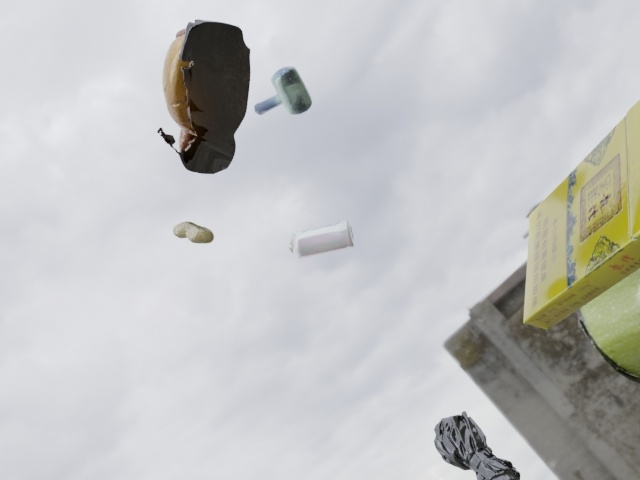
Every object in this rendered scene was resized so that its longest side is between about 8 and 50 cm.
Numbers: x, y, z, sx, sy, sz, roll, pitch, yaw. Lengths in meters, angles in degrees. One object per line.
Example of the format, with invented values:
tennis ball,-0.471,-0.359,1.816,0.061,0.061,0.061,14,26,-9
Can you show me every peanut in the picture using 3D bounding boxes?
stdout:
peanut,-0.232,-0.015,1.255,0.037,0.083,0.037,-41,-42,-53

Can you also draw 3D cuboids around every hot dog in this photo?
hot dog,-0.240,-0.284,1.317,0.194,0.107,0.326,-12,-44,-41

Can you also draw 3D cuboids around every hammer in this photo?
hammer,-0.104,-0.343,1.669,0.069,0.116,0.193,-39,16,-35

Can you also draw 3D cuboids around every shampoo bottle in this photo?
shampoo bottle,0.000,0.000,1.055,0.099,0.043,0.072,-13,1,5

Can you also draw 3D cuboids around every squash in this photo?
squash,0.482,0.090,0.983,0.220,0.220,0.133,-18,-10,-36

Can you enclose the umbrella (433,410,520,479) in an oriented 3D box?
umbrella,0.373,0.505,1.500,0.118,0.340,0.118,-17,-55,-25

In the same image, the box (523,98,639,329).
box,0.294,-0.027,0.713,0.279,0.040,0.153,115,170,-59
